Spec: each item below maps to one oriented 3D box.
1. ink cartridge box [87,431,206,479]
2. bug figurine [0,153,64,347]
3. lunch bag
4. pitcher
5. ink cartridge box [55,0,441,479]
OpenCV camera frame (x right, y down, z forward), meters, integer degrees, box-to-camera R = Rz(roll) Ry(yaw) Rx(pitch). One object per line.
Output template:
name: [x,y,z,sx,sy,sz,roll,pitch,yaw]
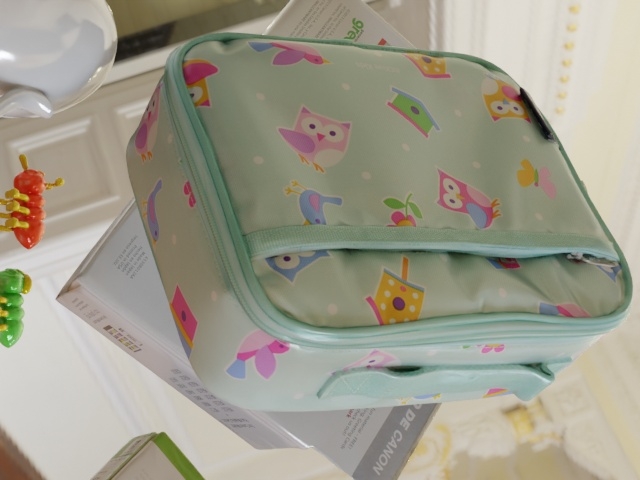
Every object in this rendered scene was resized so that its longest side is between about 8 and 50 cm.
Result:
ink cartridge box: [-0.192,0.333,0.950,0.189,0.255,0.097,52,-33,-8]
bug figurine: [-0.391,0.014,1.204,0.279,0.072,0.216,-1,-96,49]
lunch bag: [0.043,-0.010,0.597,0.108,0.279,0.224,-58,-136,42]
pitcher: [-0.235,-0.130,0.707,0.207,0.125,0.178,-1,60,-55]
ink cartridge box: [0.000,0.000,0.805,0.272,0.309,0.130,39,-21,-11]
